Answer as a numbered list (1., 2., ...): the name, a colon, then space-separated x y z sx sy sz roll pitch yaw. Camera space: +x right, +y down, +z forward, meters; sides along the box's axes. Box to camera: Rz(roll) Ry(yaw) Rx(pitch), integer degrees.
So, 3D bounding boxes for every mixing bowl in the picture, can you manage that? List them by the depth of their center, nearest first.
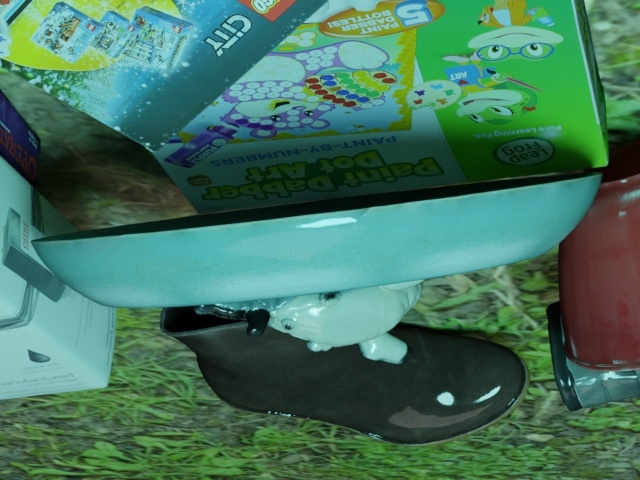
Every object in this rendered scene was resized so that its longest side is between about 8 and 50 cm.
1. mixing bowl: 0.211 -0.009 0.949 0.181 0.098 0.181 -24 -169 5

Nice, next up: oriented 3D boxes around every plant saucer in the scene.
1. plant saucer: 0.000 0.000 0.900 0.317 0.044 0.317 -7 -178 0

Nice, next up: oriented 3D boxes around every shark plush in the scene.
1. shark plush: -0.004 0.042 1.011 0.161 0.067 0.073 -14 126 -22

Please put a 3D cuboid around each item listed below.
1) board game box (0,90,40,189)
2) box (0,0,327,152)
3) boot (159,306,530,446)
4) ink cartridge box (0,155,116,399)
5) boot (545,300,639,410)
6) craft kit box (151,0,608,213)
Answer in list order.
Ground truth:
1. board game box: -0.358 -0.068 0.908 0.346 0.056 0.208 -6 160 11
2. box: -0.066 -0.144 0.664 0.159 0.044 0.233 29 135 -28
3. boot: 0.023 0.089 1.209 0.248 0.090 0.207 -3 158 14
4. ink cartridge box: -0.234 0.021 0.946 0.158 0.092 0.218 -8 153 15
5. boot: 0.248 0.076 0.993 0.222 0.118 0.338 -10 -173 16
6. craft kit box: 0.014 -0.099 0.840 0.249 0.061 0.247 -7 158 13
